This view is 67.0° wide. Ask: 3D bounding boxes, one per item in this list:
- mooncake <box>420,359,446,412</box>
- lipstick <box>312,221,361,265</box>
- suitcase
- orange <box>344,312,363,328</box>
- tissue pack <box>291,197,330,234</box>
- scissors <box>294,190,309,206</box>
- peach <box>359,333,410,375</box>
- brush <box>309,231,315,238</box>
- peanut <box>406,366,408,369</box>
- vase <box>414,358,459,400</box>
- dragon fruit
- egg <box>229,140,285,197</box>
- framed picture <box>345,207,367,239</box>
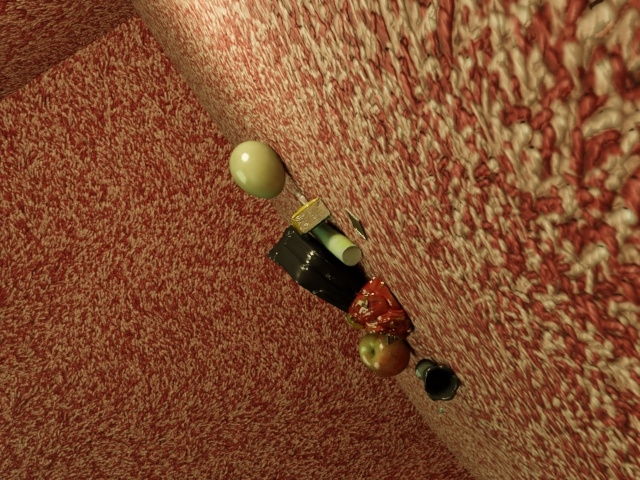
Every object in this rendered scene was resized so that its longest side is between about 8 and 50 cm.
[{"bbox_3d":[0.453,0.577,1.922,0.150,0.057,0.347,-106,-10,-68],"label":"mooncake"},{"bbox_3d":[0.049,0.003,1.675,0.076,0.076,0.304,57,173,-25],"label":"lipstick"},{"bbox_3d":[-0.001,0.117,1.861,0.345,0.188,0.339,36,-177,-36],"label":"suitcase"},{"bbox_3d":[0.188,0.365,2.370,0.155,0.134,0.155,46,174,6],"label":"orange"},{"bbox_3d":[-0.038,-0.079,1.666,0.082,0.120,0.169,52,175,-1],"label":"tissue pack"},{"bbox_3d":[-0.004,-0.064,1.948,0.317,0.024,0.160,55,174,-26],"label":"scissors"},{"bbox_3d":[0.283,0.466,2.038,0.232,0.232,0.232,53,174,8],"label":"peach"},{"bbox_3d":[0.000,0.000,2.217,0.321,0.050,0.060,47,172,-7],"label":"brush"},{"bbox_3d":[0.422,0.628,2.483,0.083,0.037,0.037,49,173,24],"label":"peanut"},{"bbox_3d":[0.370,0.447,1.588,0.115,0.115,0.237,54,178,5],"label":"vase"},{"bbox_3d":[0.200,0.272,1.653,0.205,0.152,0.317,50,173,21],"label":"dragon fruit"},{"bbox_3d":[-0.231,-0.261,1.825,0.254,0.188,0.188,45,-178,-43],"label":"egg"},{"bbox_3d":[0.099,-0.045,1.328,0.066,0.006,0.089,49,172,42],"label":"framed picture"}]
